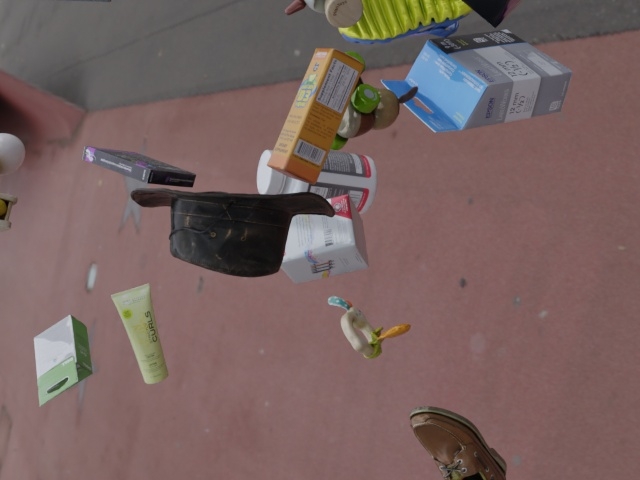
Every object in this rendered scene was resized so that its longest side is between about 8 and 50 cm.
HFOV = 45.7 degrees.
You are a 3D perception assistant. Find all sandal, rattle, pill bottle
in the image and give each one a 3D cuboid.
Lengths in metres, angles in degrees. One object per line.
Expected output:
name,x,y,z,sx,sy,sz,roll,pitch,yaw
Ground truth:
sandal,0.199,-0.499,1.722,0.138,0.317,0.126,58,-154,-76
rattle,0.114,0.178,1.863,0.142,0.130,0.199,-56,33,32
pill bottle,-0.012,-0.176,2.184,0.176,0.319,0.176,-174,90,-68

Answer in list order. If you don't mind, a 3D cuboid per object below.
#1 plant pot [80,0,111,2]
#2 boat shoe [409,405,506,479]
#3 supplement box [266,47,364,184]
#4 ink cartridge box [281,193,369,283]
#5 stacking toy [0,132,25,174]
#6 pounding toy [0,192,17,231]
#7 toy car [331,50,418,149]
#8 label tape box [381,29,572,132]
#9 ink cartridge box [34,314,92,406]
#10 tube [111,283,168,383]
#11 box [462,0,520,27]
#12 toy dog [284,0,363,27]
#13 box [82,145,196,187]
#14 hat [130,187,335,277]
plant pot,-0.415,-0.453,0.931,0.248,0.252,0.247,106,145,-50
boat shoe,0.306,0.472,1.649,0.111,0.307,0.104,-30,31,39
supplement box,-0.009,-0.222,1.354,0.078,0.080,0.233,23,89,60
ink cartridge box,0.000,0.000,1.648,0.176,0.127,0.128,-13,62,12
stacking toy,-0.979,-0.157,2.023,0.350,0.350,0.480,-35,9,48
pounding toy,-0.801,-0.123,1.656,0.154,0.270,0.154,-30,50,53
toy car,0.100,-0.275,1.499,0.155,0.188,0.149,-46,60,51
label tape box,0.352,-0.371,1.738,0.249,0.348,0.115,54,146,44
ink cartridge box,-0.586,0.282,1.735,0.109,0.062,0.209,-32,45,5
tube,-0.428,0.228,1.837,0.062,0.070,0.240,-3,107,31
box,0.367,-0.529,1.378,0.184,0.103,0.261,-48,-7,-4
toy dog,-0.031,-0.594,1.585,0.161,0.333,0.220,-21,27,2
box,-0.313,-0.127,1.316,0.162,0.116,0.029,19,100,31
hat,-0.143,-0.007,1.237,0.331,0.331,0.133,-6,80,58
